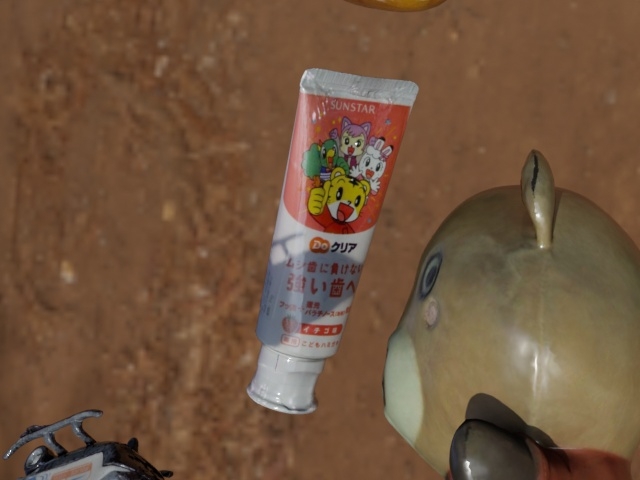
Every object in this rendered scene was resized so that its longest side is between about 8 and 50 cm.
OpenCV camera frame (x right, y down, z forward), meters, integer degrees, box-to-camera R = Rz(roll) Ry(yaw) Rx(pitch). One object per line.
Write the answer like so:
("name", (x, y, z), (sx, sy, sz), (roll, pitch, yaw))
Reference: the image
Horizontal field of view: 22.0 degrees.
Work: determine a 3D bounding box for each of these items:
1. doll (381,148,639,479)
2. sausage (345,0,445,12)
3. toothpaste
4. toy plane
("doll", (0.117, 0.124, 0.920), (0.235, 0.174, 0.330), (67, -155, -66))
("sausage", (0.001, -0.227, 1.189), (0.270, 0.109, 0.109), (21, 108, 40))
("toothpaste", (0.000, 0.000, 1.102), (0.057, 0.089, 0.234), (36, 117, 54))
("toy plane", (-0.131, 0.131, 0.729), (0.197, 0.053, 0.078), (-25, 34, 34))
